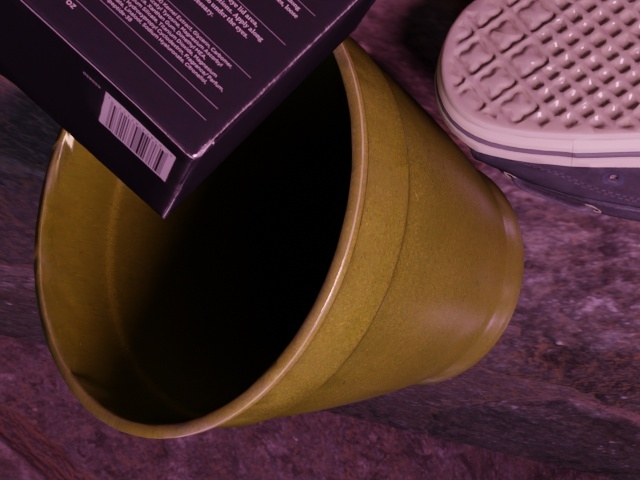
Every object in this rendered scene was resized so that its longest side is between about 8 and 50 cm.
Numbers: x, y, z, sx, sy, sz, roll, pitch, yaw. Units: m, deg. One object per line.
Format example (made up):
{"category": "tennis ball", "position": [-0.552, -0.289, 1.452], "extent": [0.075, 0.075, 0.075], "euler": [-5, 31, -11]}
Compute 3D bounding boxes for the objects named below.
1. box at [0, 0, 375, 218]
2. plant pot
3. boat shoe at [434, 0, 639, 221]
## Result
{"category": "box", "position": [-0.112, -0.171, 0.521], "extent": [0.261, 0.184, 0.103], "euler": [43, 157, -2]}
{"category": "plant pot", "position": [0.000, 0.000, 0.877], "extent": [0.366, 0.366, 0.353], "euler": [-9, 163, 40]}
{"category": "boat shoe", "position": [0.335, -0.083, 0.700], "extent": [0.500, 0.186, 0.156], "euler": [9, 164, 17]}
